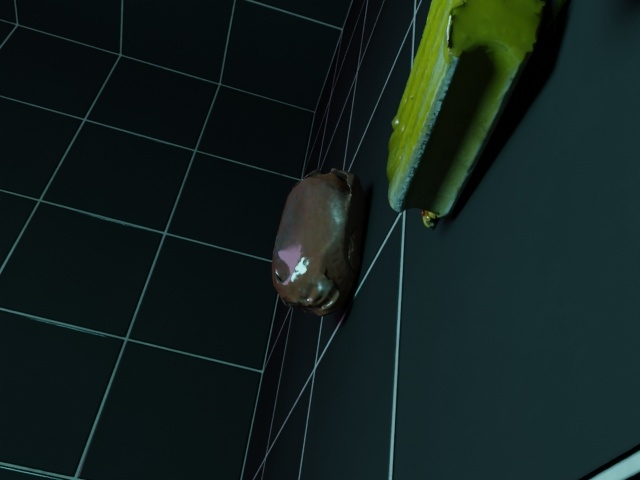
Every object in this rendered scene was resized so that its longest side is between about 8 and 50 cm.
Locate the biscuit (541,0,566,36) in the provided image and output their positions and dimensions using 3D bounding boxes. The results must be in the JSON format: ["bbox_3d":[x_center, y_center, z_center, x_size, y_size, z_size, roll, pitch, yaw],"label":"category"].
[{"bbox_3d":[0.226,-0.304,0.492,0.048,0.026,0.292,-85,11,-59],"label":"biscuit"}]

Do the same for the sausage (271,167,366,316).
[{"bbox_3d":[0.000,0.000,1.145,0.152,0.152,0.280,118,164,-61],"label":"sausage"}]

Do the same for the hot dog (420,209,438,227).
[{"bbox_3d":[0.128,-0.052,0.760,0.037,0.021,0.083,114,168,-45],"label":"hot dog"}]

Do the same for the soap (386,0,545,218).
[{"bbox_3d":[0.132,-0.160,0.630,0.257,0.080,0.160,106,174,-52],"label":"soap"}]
